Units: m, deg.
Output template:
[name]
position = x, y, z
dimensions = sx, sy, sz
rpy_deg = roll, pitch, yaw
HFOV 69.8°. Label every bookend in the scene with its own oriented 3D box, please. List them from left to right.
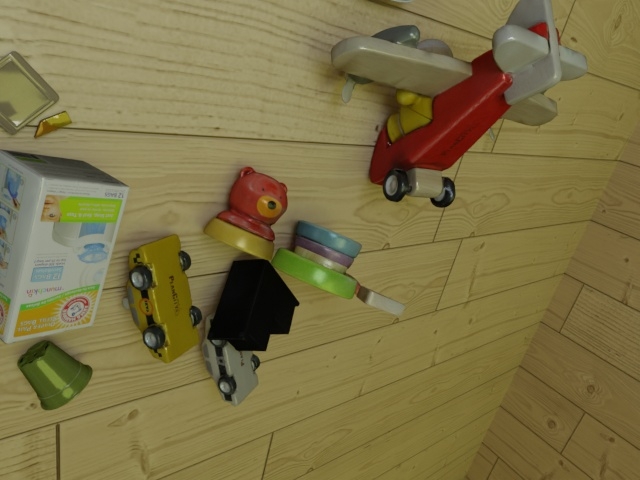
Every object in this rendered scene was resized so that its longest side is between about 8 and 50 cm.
[bookend]
position = -0.113, 0.141, 0.833
dimensions = 0.157, 0.072, 0.156
rpy_deg = 60, 33, -46

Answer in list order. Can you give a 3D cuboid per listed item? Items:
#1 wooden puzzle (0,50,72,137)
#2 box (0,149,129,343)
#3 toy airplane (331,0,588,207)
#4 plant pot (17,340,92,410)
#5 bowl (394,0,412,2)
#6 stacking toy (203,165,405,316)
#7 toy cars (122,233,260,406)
[wooden puzzle]
position = -0.355, -0.169, 0.531
dimensions = 0.078, 0.014, 0.116
rpy_deg = -42, 137, -19
[box]
position = -0.336, 0.006, 0.565
dimensions = 0.114, 0.103, 0.203
rpy_deg = -2, 115, -61
[toy airplane]
position = 0.232, -0.265, 0.795
dimensions = 0.384, 0.272, 0.386
rpy_deg = -19, 151, 10
[plant pot]
position = -0.401, 0.193, 0.684
dimensions = 0.083, 0.083, 0.079
rpy_deg = -34, 122, -20
[bowl]
position = 0.105, -0.457, 0.717
dimensions = 0.142, 0.053, 0.142
rpy_deg = -7, 120, -39
[stacking toy]
position = 0.000, 0.000, 0.769
dimensions = 0.309, 0.279, 0.130
rpy_deg = 24, 88, -45
[toy cars]
position = -0.220, 0.149, 0.795
dimensions = 0.394, 0.087, 0.176
rpy_deg = 58, 38, -47
